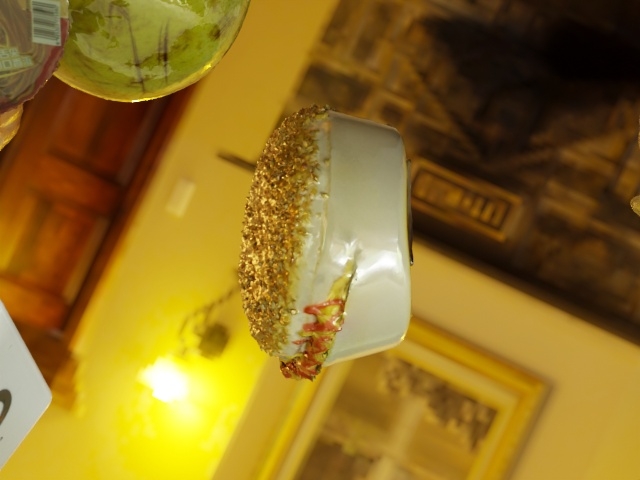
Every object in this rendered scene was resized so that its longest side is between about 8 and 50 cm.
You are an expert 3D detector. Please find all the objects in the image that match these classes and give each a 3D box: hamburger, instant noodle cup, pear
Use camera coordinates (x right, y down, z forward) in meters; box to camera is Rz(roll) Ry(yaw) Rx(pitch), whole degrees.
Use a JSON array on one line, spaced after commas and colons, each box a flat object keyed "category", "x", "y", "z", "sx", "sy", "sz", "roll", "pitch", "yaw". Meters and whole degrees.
[{"category": "hamburger", "x": 0.000, "y": 0.000, "z": 1.981, "sx": 0.179, "sy": 0.294, "sz": 0.276, "roll": 1, "pitch": 165, "yaw": -8}, {"category": "instant noodle cup", "x": -0.350, "y": -0.244, "z": 1.704, "sx": 0.274, "sy": 0.274, "sz": 0.091, "roll": 25, "pitch": -143, "yaw": -7}, {"category": "pear", "x": -0.207, "y": -0.280, "z": 1.937, "sx": 0.283, "sy": 0.284, "sz": 0.283, "roll": 25, "pitch": 180, "yaw": 0}]

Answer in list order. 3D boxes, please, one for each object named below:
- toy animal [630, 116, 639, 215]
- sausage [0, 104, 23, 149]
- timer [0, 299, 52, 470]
[{"category": "toy animal", "x": 0.379, "y": -0.096, "z": 1.669, "sx": 0.188, "sy": 0.226, "sz": 0.358, "roll": 15, "pitch": -140, "yaw": -6}, {"category": "sausage", "x": -0.432, "y": -0.182, "z": 2.053, "sx": 0.153, "sy": 0.141, "sz": 0.268, "roll": -22, "pitch": -147, "yaw": -37}, {"category": "timer", "x": -0.396, "y": 0.139, "z": 1.716, "sx": 0.194, "sy": 0.195, "sz": 0.192, "roll": 23, "pitch": 151, "yaw": 26}]
